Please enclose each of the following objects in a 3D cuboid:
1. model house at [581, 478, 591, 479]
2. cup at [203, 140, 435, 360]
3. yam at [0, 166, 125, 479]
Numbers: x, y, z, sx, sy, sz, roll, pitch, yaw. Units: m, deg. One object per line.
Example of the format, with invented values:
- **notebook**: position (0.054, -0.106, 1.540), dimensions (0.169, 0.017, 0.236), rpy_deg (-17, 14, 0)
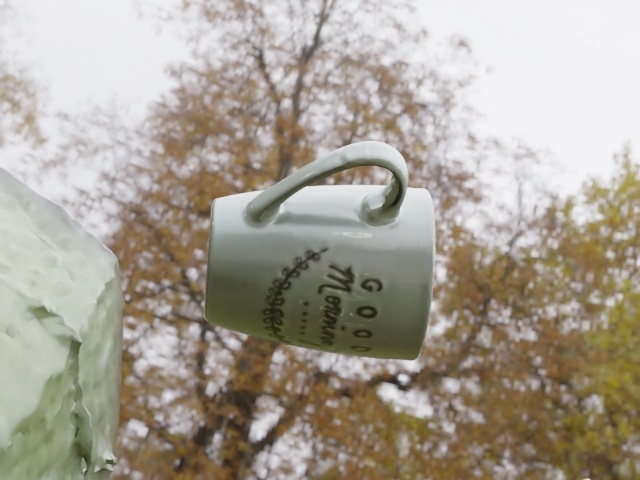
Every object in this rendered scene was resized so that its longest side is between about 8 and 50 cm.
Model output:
- **model house**: position (0.158, 0.264, 0.656), dimensions (0.181, 0.176, 0.248), rpy_deg (63, -8, -14)
- **cup**: position (0.000, 0.000, 1.334), dimensions (0.234, 0.186, 0.258), rpy_deg (5, -50, -7)
- **yam**: position (-0.198, 0.078, 0.413), dimensions (0.201, 0.202, 0.271), rpy_deg (41, -50, -19)
